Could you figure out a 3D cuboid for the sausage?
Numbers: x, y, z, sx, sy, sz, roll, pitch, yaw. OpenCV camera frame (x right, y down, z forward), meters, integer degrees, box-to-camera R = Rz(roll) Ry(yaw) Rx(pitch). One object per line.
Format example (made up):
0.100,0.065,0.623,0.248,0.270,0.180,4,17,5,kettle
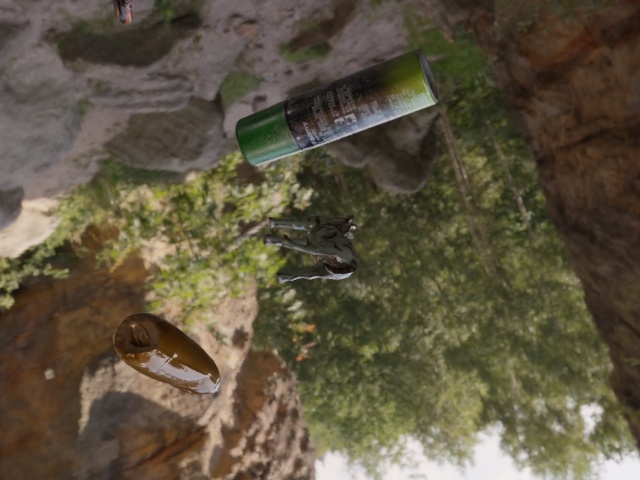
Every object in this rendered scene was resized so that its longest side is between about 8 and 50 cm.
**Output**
-0.313,0.253,1.627,0.134,0.116,0.354,-7,154,12,sausage

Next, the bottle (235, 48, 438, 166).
0.022,-0.211,1.246,0.330,0.093,0.093,-17,175,19,bottle

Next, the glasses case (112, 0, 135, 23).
-0.558,-0.744,2.155,0.067,0.267,0.103,-3,171,-18,glasses case

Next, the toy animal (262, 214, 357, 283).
-0.017,-0.004,1.370,0.169,0.090,0.255,9,-153,-2,toy animal
